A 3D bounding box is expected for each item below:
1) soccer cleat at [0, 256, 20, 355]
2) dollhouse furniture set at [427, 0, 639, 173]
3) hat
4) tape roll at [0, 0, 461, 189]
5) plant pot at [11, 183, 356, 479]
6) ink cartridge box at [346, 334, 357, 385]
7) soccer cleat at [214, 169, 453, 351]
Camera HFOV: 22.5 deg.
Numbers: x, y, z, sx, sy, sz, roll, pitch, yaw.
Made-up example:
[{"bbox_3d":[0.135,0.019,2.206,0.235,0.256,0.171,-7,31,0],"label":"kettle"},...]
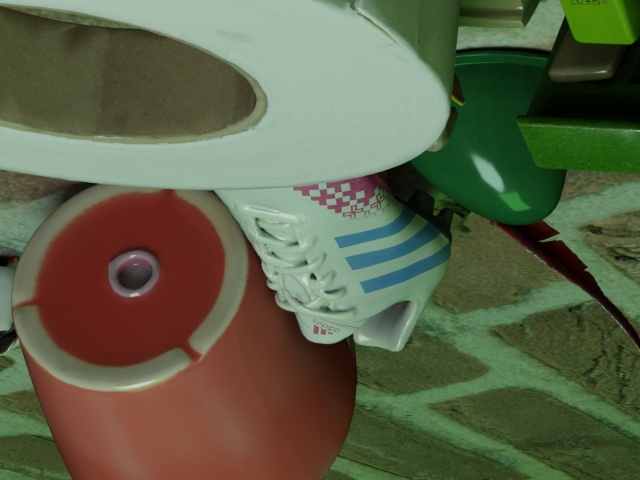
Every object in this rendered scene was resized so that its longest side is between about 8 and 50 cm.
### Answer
[{"bbox_3d":[-0.304,0.079,1.518,0.068,0.076,0.196,1,159,-8],"label":"soccer cleat"},{"bbox_3d":[0.069,-0.164,0.948,0.301,0.151,0.197,6,145,32],"label":"dollhouse furniture set"},{"bbox_3d":[0.131,-0.018,1.161,0.208,0.184,0.173,-3,159,2],"label":"hat"},{"bbox_3d":[-0.123,-0.109,0.806,0.392,0.072,0.392,5,166,1],"label":"tape roll"},{"bbox_3d":[-0.125,0.086,1.345,0.274,0.275,0.243,-6,148,10],"label":"plant pot"},{"bbox_3d":[-0.030,0.106,1.635,0.109,0.063,0.150,-6,158,10],"label":"ink cartridge box"},{"bbox_3d":[0.000,0.000,1.220,0.116,0.143,0.331,15,172,36],"label":"soccer cleat"}]
